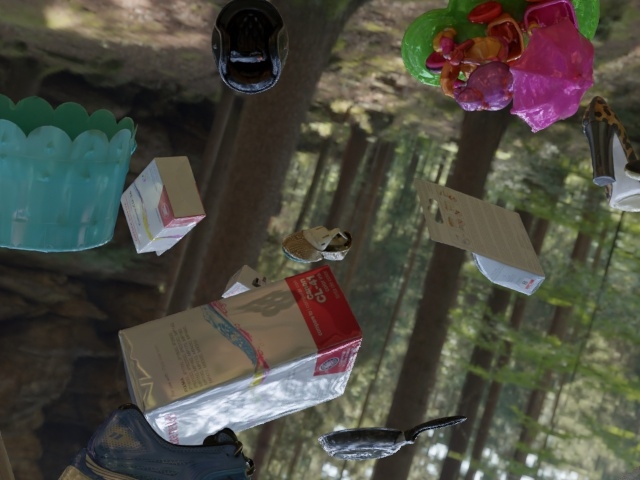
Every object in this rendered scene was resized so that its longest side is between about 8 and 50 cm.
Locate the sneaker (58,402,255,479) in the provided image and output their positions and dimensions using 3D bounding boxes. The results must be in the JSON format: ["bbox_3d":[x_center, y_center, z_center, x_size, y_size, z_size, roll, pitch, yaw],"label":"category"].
[{"bbox_3d":[-0.093,0.273,0.861,0.330,0.147,0.130,33,148,-14],"label":"sneaker"}]

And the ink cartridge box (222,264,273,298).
[{"bbox_3d":[-0.155,0.132,2.014,0.135,0.056,0.099,33,142,-13],"label":"ink cartridge box"}]

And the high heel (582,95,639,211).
[{"bbox_3d":[0.599,-0.167,1.659,0.093,0.186,0.261,-14,155,36],"label":"high heel"}]

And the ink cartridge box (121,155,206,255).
[{"bbox_3d":[-0.286,-0.053,1.460,0.067,0.115,0.198,-9,163,-38],"label":"ink cartridge box"}]

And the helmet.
[{"bbox_3d":[-0.140,-0.394,1.659,0.170,0.161,0.169,-3,145,-2],"label":"helmet"}]

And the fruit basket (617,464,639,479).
[{"bbox_3d":[0.477,0.423,1.021,0.327,0.353,0.165,50,-165,10],"label":"fruit basket"}]

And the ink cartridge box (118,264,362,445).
[{"bbox_3d":[-0.114,0.176,1.177,0.306,0.131,0.226,-15,153,-17],"label":"ink cartridge box"}]

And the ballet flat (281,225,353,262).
[{"bbox_3d":[0.000,0.000,1.576,0.073,0.067,0.206,50,-159,16],"label":"ballet flat"}]

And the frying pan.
[{"bbox_3d":[0.157,0.443,1.844,0.326,0.053,0.197,-5,154,5],"label":"frying pan"}]

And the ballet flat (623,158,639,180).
[{"bbox_3d":[0.562,-0.097,1.320,0.173,0.049,0.057,6,-138,-5],"label":"ballet flat"}]

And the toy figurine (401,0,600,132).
[{"bbox_3d":[0.147,-0.144,0.662,0.173,0.130,0.159,-16,-150,16],"label":"toy figurine"}]

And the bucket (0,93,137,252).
[{"bbox_3d":[-0.421,-0.105,1.244,0.281,0.183,0.281,10,-165,-3],"label":"bucket"}]

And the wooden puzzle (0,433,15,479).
[{"bbox_3d":[-0.443,0.302,0.957,0.239,0.044,0.221,22,-145,-59],"label":"wooden puzzle"}]

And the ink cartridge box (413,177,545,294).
[{"bbox_3d":[0.209,-0.006,1.150,0.179,0.045,0.145,16,-144,-17],"label":"ink cartridge box"}]
